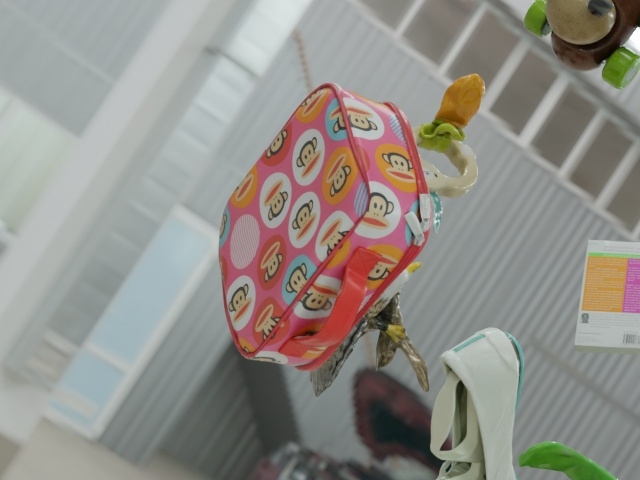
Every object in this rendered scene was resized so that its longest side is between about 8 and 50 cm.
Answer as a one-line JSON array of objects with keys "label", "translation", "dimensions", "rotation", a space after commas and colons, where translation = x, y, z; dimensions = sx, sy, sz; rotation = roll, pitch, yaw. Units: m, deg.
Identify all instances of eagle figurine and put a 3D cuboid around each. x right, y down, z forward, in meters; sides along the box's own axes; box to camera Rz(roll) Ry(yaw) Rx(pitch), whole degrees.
[{"label": "eagle figurine", "translation": [0.033, 0.080, 2.282], "dimensions": [0.226, 0.225, 0.298], "rotation": [33, 11, 28]}]

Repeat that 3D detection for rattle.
[{"label": "rattle", "translation": [0.177, -0.117, 2.368], "dimensions": [0.130, 0.142, 0.200], "rotation": [47, 35, -10]}]

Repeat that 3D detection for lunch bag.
[{"label": "lunch bag", "translation": [0.000, 0.000, 1.892], "dimensions": [0.120, 0.293, 0.258], "rotation": [16, 41, -30]}]

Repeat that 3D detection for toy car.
[{"label": "toy car", "translation": [0.330, -0.294, 2.089], "dimensions": [0.155, 0.149, 0.188], "rotation": [37, 2, 22]}]

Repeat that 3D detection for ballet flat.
[{"label": "ballet flat", "translation": [0.216, 0.317, 2.459], "dimensions": [0.139, 0.400, 0.139], "rotation": [-2, 22, 1]}]

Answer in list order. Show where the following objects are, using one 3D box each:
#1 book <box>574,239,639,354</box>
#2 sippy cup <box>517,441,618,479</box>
[{"label": "book", "translation": [0.377, 0.072, 2.149], "dimensions": [0.096, 0.144, 0.035], "rotation": [2, -26, 23]}, {"label": "sippy cup", "translation": [0.293, 0.396, 2.038], "dimensions": [0.224, 0.240, 0.305], "rotation": [19, 9, -23]}]
